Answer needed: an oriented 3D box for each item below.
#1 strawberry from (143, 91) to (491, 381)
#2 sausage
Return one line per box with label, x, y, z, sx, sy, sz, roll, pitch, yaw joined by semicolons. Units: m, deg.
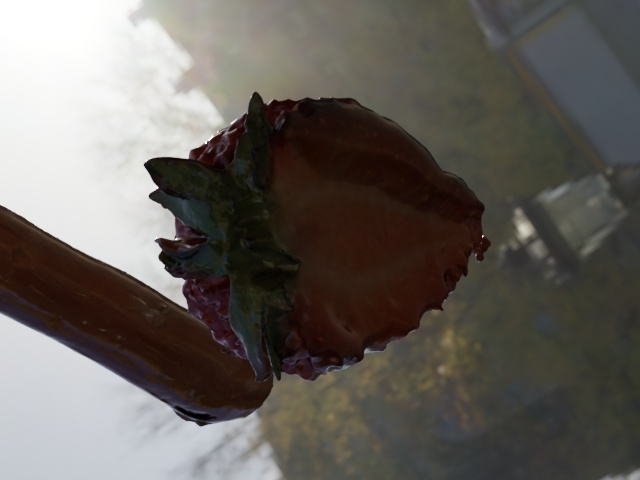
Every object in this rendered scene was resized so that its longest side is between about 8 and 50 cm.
strawberry;0.000;-0.016;1.055;0.228;0.098;0.174;-26;-76;-46
sausage;-0.206;0.065;1.584;0.419;0.094;0.094;33;170;-34
